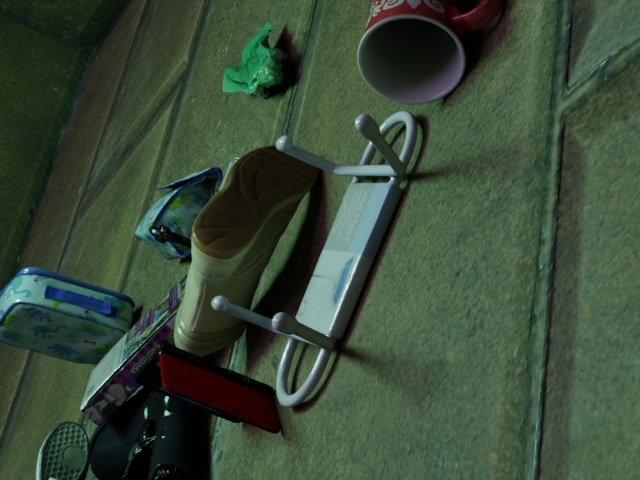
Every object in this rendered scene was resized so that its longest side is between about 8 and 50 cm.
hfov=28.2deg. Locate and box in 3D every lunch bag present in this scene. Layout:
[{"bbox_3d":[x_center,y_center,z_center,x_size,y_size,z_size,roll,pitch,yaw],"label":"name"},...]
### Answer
[{"bbox_3d":[-0.437,0.130,2.178,0.176,0.219,0.090,-43,36,51],"label":"lunch bag"},{"bbox_3d":[-0.217,-0.052,2.025,0.151,0.096,0.129,-54,14,-12],"label":"lunch bag"}]

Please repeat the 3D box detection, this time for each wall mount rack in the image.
[{"bbox_3d":[0.000,0.000,1.327,0.350,0.131,0.304,-68,19,-6],"label":"wall mount rack"}]

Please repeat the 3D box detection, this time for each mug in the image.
[{"bbox_3d":[0.122,-0.242,1.384,0.169,0.150,0.113,-81,-12,-48],"label":"mug"}]

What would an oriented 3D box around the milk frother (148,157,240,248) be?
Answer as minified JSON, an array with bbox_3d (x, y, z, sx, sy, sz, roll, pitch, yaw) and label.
[{"bbox_3d":[-0.142,-0.042,1.731,0.129,0.143,0.134,-27,42,67],"label":"milk frother"}]

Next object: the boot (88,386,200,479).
[{"bbox_3d":[-0.235,0.296,1.637,0.246,0.094,0.207,-46,22,30],"label":"boot"}]

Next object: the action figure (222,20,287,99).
[{"bbox_3d":[-0.093,-0.269,1.992,0.137,0.064,0.232,-61,16,8],"label":"action figure"}]

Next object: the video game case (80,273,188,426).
[{"bbox_3d":[-0.241,0.145,1.765,0.210,0.042,0.232,-46,9,0],"label":"video game case"}]

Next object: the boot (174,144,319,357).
[{"bbox_3d":[-0.096,0.012,1.604,0.262,0.095,0.203,-55,-15,-50],"label":"boot"}]

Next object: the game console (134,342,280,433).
[{"bbox_3d":[-0.129,0.182,1.422,0.124,0.144,0.085,-46,26,44],"label":"game console"}]

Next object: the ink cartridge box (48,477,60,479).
[{"bbox_3d":[-0.352,0.399,1.826,0.143,0.092,0.089,-14,55,68],"label":"ink cartridge box"}]

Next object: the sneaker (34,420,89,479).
[{"bbox_3d":[-0.455,0.417,2.083,0.163,0.086,0.226,-39,33,47],"label":"sneaker"}]
